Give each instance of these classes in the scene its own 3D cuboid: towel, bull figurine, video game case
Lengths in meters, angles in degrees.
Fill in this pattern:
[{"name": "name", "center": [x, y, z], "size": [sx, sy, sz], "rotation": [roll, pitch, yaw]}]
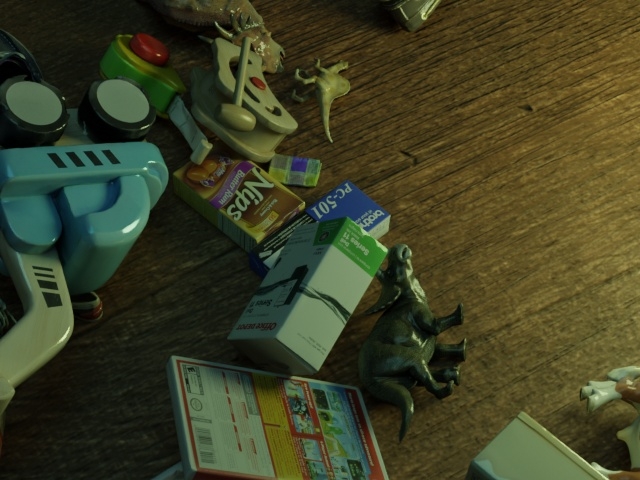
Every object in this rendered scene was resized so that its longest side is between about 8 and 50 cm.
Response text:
[{"name": "towel", "center": [-0.043, -0.112, 2.135], "size": [0.083, 0.009, 0.060], "rotation": [10, 52, 5]}, {"name": "bull figurine", "center": [0.445, 0.300, 1.788], "size": [0.188, 0.101, 0.310], "rotation": [6, 53, 4]}, {"name": "video game case", "center": [-0.055, 0.249, 1.751], "size": [0.285, 0.025, 0.204], "rotation": [12, 35, -24]}]

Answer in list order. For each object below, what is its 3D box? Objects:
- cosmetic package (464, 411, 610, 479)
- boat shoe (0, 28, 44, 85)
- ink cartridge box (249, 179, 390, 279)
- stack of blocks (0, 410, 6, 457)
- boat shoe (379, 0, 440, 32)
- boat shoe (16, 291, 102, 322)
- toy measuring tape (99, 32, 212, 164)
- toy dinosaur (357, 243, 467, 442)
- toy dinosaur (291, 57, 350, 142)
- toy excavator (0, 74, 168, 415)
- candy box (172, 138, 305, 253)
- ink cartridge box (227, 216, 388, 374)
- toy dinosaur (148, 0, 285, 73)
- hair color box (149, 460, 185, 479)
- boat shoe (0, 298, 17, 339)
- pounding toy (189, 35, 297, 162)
[{"name": "cosmetic package", "center": [0.327, 0.379, 1.686], "size": [0.309, 0.160, 0.113], "rotation": [38, 59, 22]}, {"name": "boat shoe", "center": [-0.496, -0.264, 2.134], "size": [0.127, 0.158, 0.340], "rotation": [-22, 57, -19]}, {"name": "ink cartridge box", "center": [0.000, 0.000, 2.029], "size": [0.207, 0.046, 0.097], "rotation": [-37, 64, -27]}, {"name": "stack of blocks", "center": [-0.578, 0.278, 1.759], "size": [0.297, 0.087, 0.171], "rotation": [0, 53, -3]}, {"name": "boat shoe", "center": [0.210, -0.494, 2.387], "size": [0.117, 0.096, 0.324], "rotation": [-9, 34, 44]}, {"name": "boat shoe", "center": [-0.381, 0.080, 1.950], "size": [0.137, 0.043, 0.049], "rotation": [18, 56, 12]}, {"name": "toy measuring tape", "center": [-0.276, -0.239, 2.134], "size": [0.121, 0.121, 0.330], "rotation": [-17, 45, -16]}, {"name": "toy dinosaur", "center": [0.118, 0.161, 1.889], "size": [0.160, 0.121, 0.313], "rotation": [4, 56, 15]}, {"name": "toy dinosaur", "center": [0.001, -0.251, 2.217], "size": [0.093, 0.053, 0.183], "rotation": [11, 53, 4]}, {"name": "toy excavator", "center": [-0.375, 0.011, 1.839], "size": [0.433, 0.222, 0.445], "rotation": [-7, 60, -37]}, {"name": "candy box", "center": [-0.127, -0.067, 2.070], "size": [0.187, 0.053, 0.109], "rotation": [38, 59, 22]}, {"name": "ink cartridge box", "center": [-0.020, 0.079, 1.869], "size": [0.087, 0.153, 0.208], "rotation": [40, 67, -21]}, {"name": "toy dinosaur", "center": [-0.198, -0.393, 2.278], "size": [0.296, 0.127, 0.200], "rotation": [8, 59, 10]}, {"name": "hair color box", "center": [-0.202, 0.404, 1.672], "size": [0.347, 0.105, 0.174], "rotation": [-30, 60, -24]}, {"name": "boat shoe", "center": [-0.491, 0.100, 1.901], "size": [0.079, 0.095, 0.254], "rotation": [-36, 52, -13]}, {"name": "pounding toy", "center": [-0.101, -0.233, 2.098], "size": [0.154, 0.155, 0.269], "rotation": [29, 27, -25]}]
